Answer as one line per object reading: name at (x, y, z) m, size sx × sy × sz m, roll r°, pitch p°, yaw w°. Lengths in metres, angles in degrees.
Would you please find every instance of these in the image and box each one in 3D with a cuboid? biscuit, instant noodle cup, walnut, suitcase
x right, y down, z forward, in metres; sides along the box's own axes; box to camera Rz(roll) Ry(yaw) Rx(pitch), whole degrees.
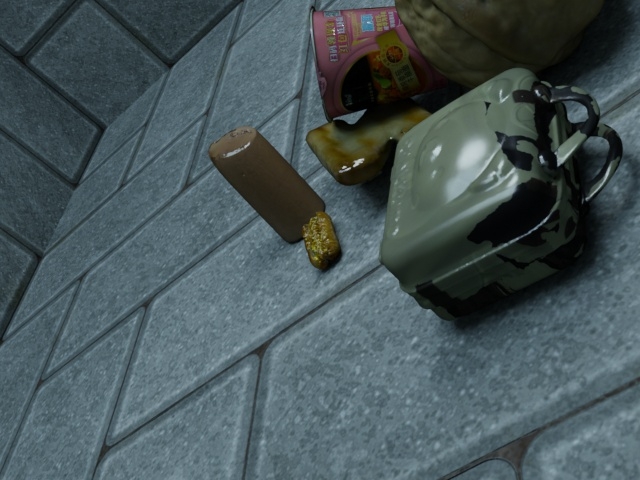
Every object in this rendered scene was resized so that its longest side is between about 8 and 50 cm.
biscuit at (0.106, -0.201, 1.728) m, size 0.237 × 0.062 × 0.290 m, roll -25°, pitch 25°, yaw -5°
instant noodle cup at (0.119, -0.366, 1.739) m, size 0.255 × 0.244 × 0.244 m, roll -8°, pitch 36°, yaw 9°
walnut at (0.292, -0.442, 1.487) m, size 0.381 × 0.381 × 0.381 m, roll -38°, pitch 26°, yaw 23°
suitcase at (0.249, -0.092, 1.247) m, size 0.339 × 0.194 × 0.351 m, roll -29°, pitch 31°, yaw 32°

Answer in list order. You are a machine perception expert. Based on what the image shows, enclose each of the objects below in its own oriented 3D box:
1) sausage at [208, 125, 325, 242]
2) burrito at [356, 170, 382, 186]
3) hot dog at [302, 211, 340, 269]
sausage at (-0.112, -0.122, 1.825) m, size 0.123 × 0.253 × 0.123 m, roll -37°, pitch 23°, yaw 18°
burrito at (0.067, -0.154, 1.807) m, size 0.064 × 0.064 × 0.203 m, roll -48°, pitch 25°, yaw 2°
hot dog at (0.000, 0.000, 1.706) m, size 0.071 × 0.045 × 0.165 m, roll -41°, pitch 24°, yaw 13°
